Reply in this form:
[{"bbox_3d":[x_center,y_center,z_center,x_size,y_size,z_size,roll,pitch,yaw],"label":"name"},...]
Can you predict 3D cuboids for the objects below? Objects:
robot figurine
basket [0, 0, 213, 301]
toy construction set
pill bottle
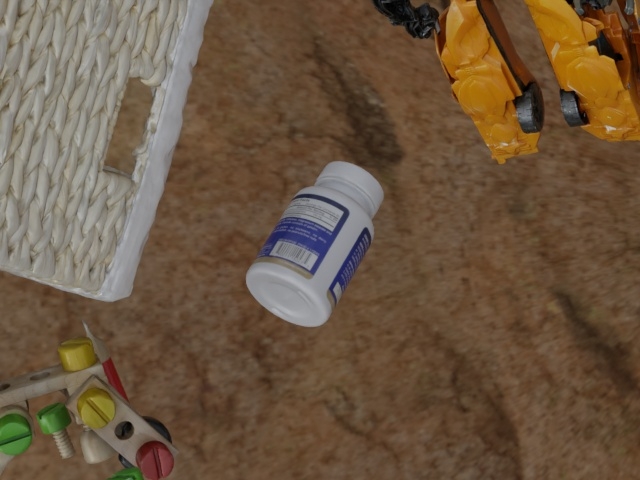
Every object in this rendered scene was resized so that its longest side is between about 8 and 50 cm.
[{"bbox_3d":[0.163,-0.183,1.025,0.211,0.291,0.085,-7,49,27],"label":"robot figurine"},{"bbox_3d":[-0.330,-0.147,1.175,0.331,0.266,0.328,14,87,38],"label":"basket"},{"bbox_3d":[-0.288,0.153,1.282,0.257,0.309,0.237,-17,103,11],"label":"toy construction set"},{"bbox_3d":[0.000,0.000,1.521,0.112,0.112,0.186,20,60,20],"label":"pill bottle"}]
